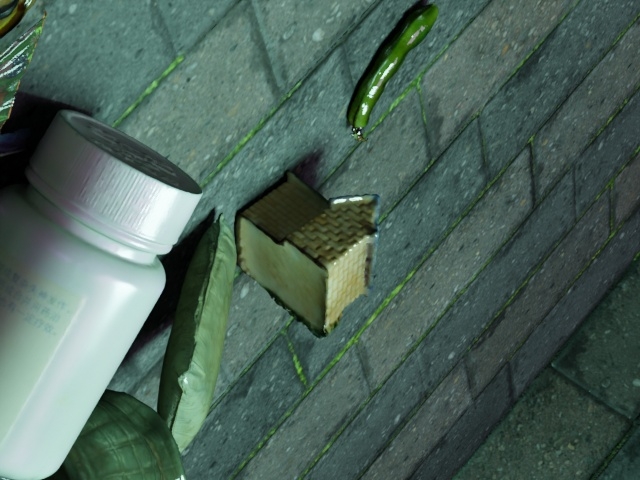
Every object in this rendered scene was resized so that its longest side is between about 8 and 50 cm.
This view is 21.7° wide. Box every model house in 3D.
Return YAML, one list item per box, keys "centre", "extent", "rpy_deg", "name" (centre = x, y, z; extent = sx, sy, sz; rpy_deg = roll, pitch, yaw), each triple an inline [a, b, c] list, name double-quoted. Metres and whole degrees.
- centre: [0.000, 0.000, 2.343]
  extent: [0.172, 0.183, 0.166]
  rpy_deg: [-41, 152, -28]
  name: "model house"

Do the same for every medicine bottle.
- centre: [-0.300, 0.063, 1.839]
  extent: [0.379, 0.213, 0.213]
  rpy_deg: [-58, 156, 9]
  name: "medicine bottle"

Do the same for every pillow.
- centre: [-0.163, 0.130, 2.205]
  extent: [0.185, 0.075, 0.302]
  rpy_deg: [103, -2, -47]
  name: "pillow"

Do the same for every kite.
- centre: [-0.375, -0.096, 1.695]
  extent: [0.234, 0.016, 0.321]
  rpy_deg: [-20, 145, -52]
  name: "kite"

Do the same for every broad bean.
- centre: [0.098, -0.246, 2.388]
  extent: [0.069, 0.039, 0.227]
  rpy_deg: [15, 109, -58]
  name: "broad bean"

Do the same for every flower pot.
- centre: [-0.321, 0.331, 2.064]
  extent: [0.302, 0.302, 0.213]
  rpy_deg: [-61, 157, 13]
  name: "flower pot"

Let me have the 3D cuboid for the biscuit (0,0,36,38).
- centre: [-0.334, -0.255, 1.586]
  extent: [0.208, 0.041, 0.290]
  rpy_deg: [-24, 142, -50]
  name: "biscuit"
